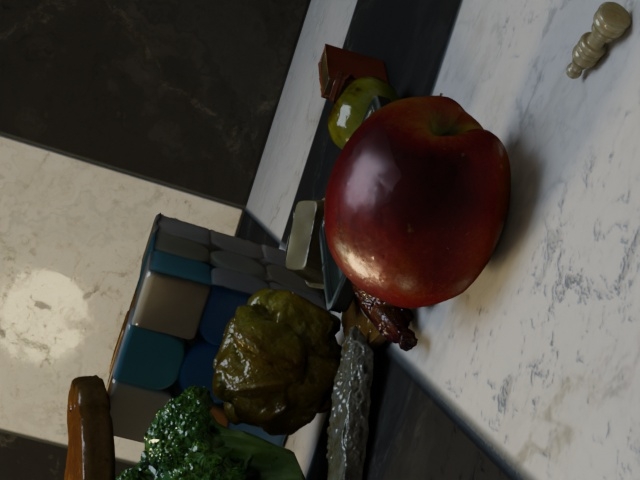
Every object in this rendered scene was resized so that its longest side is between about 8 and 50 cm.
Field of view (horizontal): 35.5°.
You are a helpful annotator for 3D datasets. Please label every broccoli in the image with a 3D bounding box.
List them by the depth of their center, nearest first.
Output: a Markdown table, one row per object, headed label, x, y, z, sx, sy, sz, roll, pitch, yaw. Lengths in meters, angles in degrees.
| label | x | y | z | sx | sy | sz | roll | pitch | yaw |
| --- | --- | --- | --- | --- | --- | --- | --- | --- | --- |
| broccoli | -0.157 | 0.439 | 1.488 | 0.321 | 0.310 | 0.413 | -48 | 60 | 48 |

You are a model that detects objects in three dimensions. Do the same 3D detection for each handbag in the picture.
| label | x | y | z | sx | sy | sz | roll | pitch | yaw |
| --- | --- | --- | --- | --- | --- | --- | --- | --- | --- |
| handbag | 0.064 | -0.310 | 1.917 | 0.190 | 0.127 | 0.062 | -92 | 20 | -60 |

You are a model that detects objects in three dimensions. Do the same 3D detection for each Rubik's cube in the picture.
| label | x | y | z | sx | sy | sz | roll | pitch | yaw |
| --- | --- | --- | --- | --- | --- | --- | --- | --- | --- |
| Rubik's cube | -0.208 | 0.190 | 1.936 | 0.347 | 0.347 | 0.344 | -104 | 31 | -70 |

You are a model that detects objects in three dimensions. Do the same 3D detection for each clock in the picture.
| label | x | y | z | sx | sy | sz | roll | pitch | yaw |
| --- | --- | --- | --- | --- | --- | --- | --- | --- | --- |
| clock | 0.068 | -0.059 | 1.545 | 0.279 | 0.049 | 0.273 | -97 | 26 | -59 |

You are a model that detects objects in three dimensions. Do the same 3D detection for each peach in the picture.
| label | x | y | z | sx | sy | sz | roll | pitch | yaw |
| --- | --- | --- | --- | --- | --- | --- | --- | --- | --- |
| peach | 0.105 | -0.043 | 1.131 | 0.243 | 0.200 | 0.243 | -162 | 90 | -83 |

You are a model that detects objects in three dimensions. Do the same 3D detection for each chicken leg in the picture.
| label | x | y | z | sx | sy | sz | roll | pitch | yaw |
| --- | --- | --- | --- | --- | --- | --- | --- | --- | --- |
| chicken leg | 0.084 | 0.087 | 1.322 | 0.053 | 0.093 | 0.205 | -37 | 46 | -4 |

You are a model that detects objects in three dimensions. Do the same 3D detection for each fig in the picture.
| label | x | y | z | sx | sy | sz | roll | pitch | yaw |
| --- | --- | --- | --- | --- | --- | --- | --- | --- | --- |
| fig | 0.076 | -0.213 | 1.725 | 0.136 | 0.121 | 0.153 | 117 | 166 | -60 |

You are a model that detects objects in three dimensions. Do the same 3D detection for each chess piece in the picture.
| label | x | y | z | sx | sy | sz | roll | pitch | yaw |
| --- | --- | --- | --- | --- | --- | --- | --- | --- | --- |
| chess piece | 0.269 | -0.193 | 0.990 | 0.092 | 0.035 | 0.035 | 118 | 165 | -58 |

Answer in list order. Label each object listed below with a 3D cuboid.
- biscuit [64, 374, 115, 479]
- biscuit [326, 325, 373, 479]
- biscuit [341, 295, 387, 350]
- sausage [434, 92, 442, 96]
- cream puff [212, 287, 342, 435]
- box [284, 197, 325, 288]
| label | x | y | z | sx | sy | sz | roll | pitch | yaw |
| --- | --- | --- | --- | --- | --- | --- | --- | --- | --- |
| biscuit | -0.386 | 0.404 | 1.668 | 0.381 | 0.074 | 0.358 | 131 | 139 | -67 |
| biscuit | 0.036 | 0.267 | 1.393 | 0.141 | 0.038 | 0.289 | 123 | 155 | -66 |
| biscuit | 0.073 | 0.110 | 1.485 | 0.250 | 0.035 | 0.162 | -160 | 82 | -80 |
| sausage | 0.131 | -0.109 | 1.529 | 0.033 | 0.033 | 0.269 | -91 | 22 | -58 |
| cream puff | -0.062 | 0.190 | 1.581 | 0.244 | 0.196 | 0.244 | 18 | -90 | -88 |
| box | 0.000 | 0.000 | 1.864 | 0.111 | 0.111 | 0.177 | 162 | 120 | -77 |
